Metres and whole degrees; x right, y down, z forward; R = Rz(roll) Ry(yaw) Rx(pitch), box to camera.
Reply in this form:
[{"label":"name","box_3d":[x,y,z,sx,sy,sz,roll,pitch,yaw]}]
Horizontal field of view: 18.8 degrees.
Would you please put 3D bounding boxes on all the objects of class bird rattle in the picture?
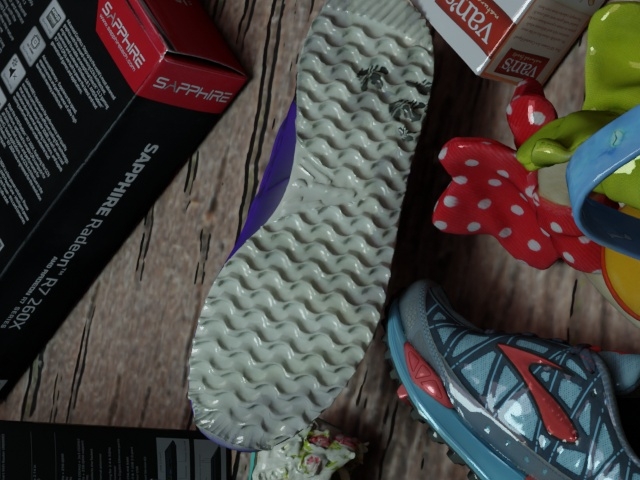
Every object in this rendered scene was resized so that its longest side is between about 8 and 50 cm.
[{"label":"bird rattle","box_3d":[0.163,-0.008,1.049,0.207,0.143,0.253,50,155,5]}]

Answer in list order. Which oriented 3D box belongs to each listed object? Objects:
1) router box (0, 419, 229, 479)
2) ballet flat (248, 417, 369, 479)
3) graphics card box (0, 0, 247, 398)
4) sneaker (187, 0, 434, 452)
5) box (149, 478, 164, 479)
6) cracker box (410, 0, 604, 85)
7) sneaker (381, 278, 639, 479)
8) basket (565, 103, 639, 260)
[{"label":"router box","box_3d":[-0.254,0.178,1.361,0.309,0.243,0.081,-10,77,41]},{"label":"ballet flat","box_3d":[-0.016,0.229,1.244,0.077,0.091,0.241,7,93,16]},{"label":"graphics card box","box_3d":[-0.231,-0.077,1.480,0.371,0.094,0.233,-50,54,25]},{"label":"sneaker","box_3d":[0.001,0.000,1.218,0.102,0.146,0.293,20,78,2]},{"label":"box","box_3d":[0.020,0.204,1.036,0.183,0.231,0.056,-110,32,-70]},{"label":"cracker box","box_3d":[0.136,-0.229,1.173,0.232,0.067,0.156,-55,51,23]},{"label":"sneaker","box_3d":[0.143,0.102,1.116,0.125,0.104,0.262,-46,59,9]},{"label":"basket","box_3d":[0.286,-0.037,0.840,0.255,0.289,0.201,-38,39,37]}]
